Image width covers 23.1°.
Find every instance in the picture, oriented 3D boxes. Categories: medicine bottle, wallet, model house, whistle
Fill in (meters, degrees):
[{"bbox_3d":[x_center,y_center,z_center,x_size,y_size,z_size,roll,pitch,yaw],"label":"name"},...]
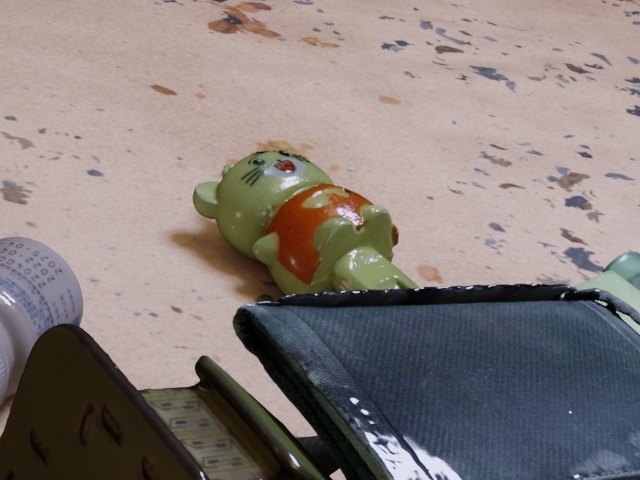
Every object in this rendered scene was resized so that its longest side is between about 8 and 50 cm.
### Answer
[{"bbox_3d":[-0.256,0.071,1.169,0.105,0.105,0.168,21,27,11],"label":"medicine bottle"},{"bbox_3d":[0.130,0.118,1.072,0.342,0.075,0.237,-2,38,-36],"label":"wallet"},{"bbox_3d":[-0.045,0.179,1.006,0.278,0.205,0.218,3,31,-41],"label":"model house"},{"bbox_3d":[0.000,0.000,1.439,0.131,0.106,0.288,-18,42,-38],"label":"whistle"}]

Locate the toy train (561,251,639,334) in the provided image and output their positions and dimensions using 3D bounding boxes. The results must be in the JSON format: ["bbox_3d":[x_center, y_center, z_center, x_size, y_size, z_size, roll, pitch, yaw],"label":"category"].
[{"bbox_3d":[0.318,0.156,1.233,0.253,0.160,0.397,-24,44,-24],"label":"toy train"}]
